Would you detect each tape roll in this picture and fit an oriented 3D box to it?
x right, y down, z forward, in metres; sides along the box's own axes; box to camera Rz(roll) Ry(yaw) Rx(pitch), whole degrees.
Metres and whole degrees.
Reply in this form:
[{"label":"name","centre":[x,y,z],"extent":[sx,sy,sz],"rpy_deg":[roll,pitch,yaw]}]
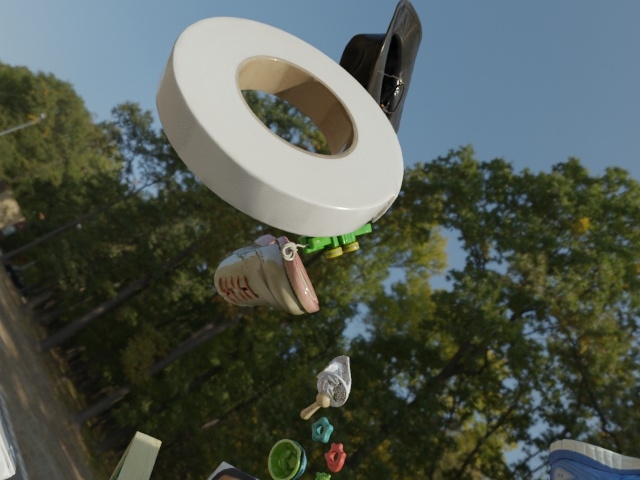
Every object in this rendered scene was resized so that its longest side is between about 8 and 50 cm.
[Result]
[{"label":"tape roll","centre":[-0.047,-0.178,0.857],"extent":[0.392,0.392,0.072],"rpy_deg":[54,-49,15]}]

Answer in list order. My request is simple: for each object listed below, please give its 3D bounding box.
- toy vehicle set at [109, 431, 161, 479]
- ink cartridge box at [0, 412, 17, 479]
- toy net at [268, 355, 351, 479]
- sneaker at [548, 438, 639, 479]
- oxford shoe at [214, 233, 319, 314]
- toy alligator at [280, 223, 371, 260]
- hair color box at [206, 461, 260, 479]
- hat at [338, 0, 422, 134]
[{"label":"toy vehicle set","centre":[-0.285,0.390,0.713],"extent":[0.267,0.035,0.166],"rpy_deg":[-58,-166,25]},{"label":"ink cartridge box","centre":[-0.384,0.220,0.550],"extent":[0.109,0.150,0.063],"rpy_deg":[-16,-90,61]},{"label":"toy net","centre":[0.001,0.303,0.959],"extent":[0.122,0.232,0.045],"rpy_deg":[9,-18,46]},{"label":"sneaker","centre":[0.625,0.513,1.133],"extent":[0.330,0.147,0.130],"rpy_deg":[6,-29,28]},{"label":"oxford shoe","centre":[-0.107,0.080,1.018],"extent":[0.140,0.146,0.397],"rpy_deg":[67,-13,-6]},{"label":"toy alligator","centre":[0.000,0.000,0.854],"extent":[0.051,0.189,0.056],"rpy_deg":[-13,-87,48]},{"label":"hair color box","centre":[-0.118,0.309,0.596],"extent":[0.072,0.141,0.043],"rpy_deg":[13,-56,29]},{"label":"hat","centre":[0.113,-0.366,1.265],"extent":[0.134,0.331,0.331],"rpy_deg":[17,-44,21]}]
